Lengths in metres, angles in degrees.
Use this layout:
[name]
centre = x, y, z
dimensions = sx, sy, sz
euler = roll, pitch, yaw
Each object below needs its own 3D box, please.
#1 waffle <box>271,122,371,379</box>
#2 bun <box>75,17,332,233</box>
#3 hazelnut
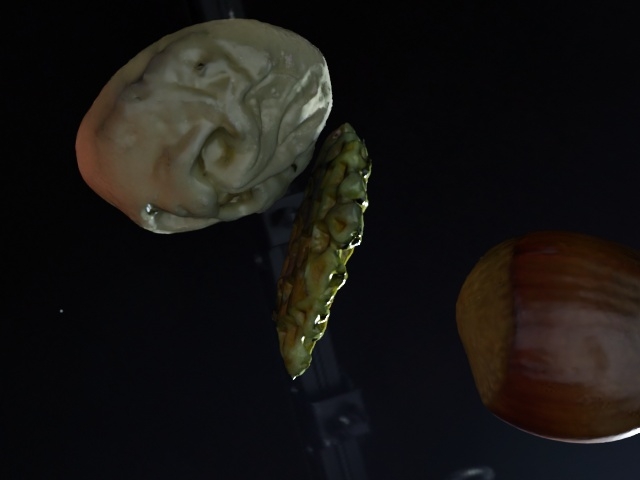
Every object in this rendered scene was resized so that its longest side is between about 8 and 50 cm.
[waffle]
centre = -0.003, -0.001, 0.964
dimensions = 0.054, 0.204, 0.223
euler = 18, -60, -6
[bun]
centre = -0.089, -0.084, 0.849
dimensions = 0.231, 0.231, 0.133
euler = -22, -110, -15
[hazelnut]
centre = 0.224, 0.071, 0.888
dimensions = 0.186, 0.210, 0.210
euler = 41, -103, -16
